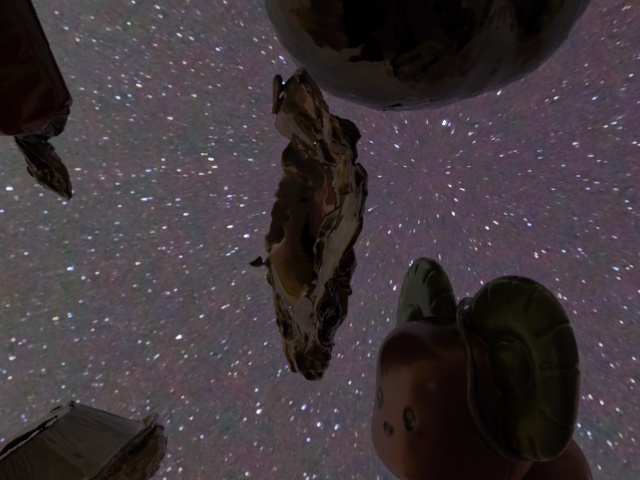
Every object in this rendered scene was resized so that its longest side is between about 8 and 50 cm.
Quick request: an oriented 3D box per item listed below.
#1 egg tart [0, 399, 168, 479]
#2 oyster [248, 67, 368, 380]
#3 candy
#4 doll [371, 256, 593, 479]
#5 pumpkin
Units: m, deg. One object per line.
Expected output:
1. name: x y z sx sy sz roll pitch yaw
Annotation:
1. egg tart: -0.248 0.211 0.519 0.234 0.234 0.094 -31 -86 12
2. oyster: 0.002 -0.002 0.634 0.107 0.201 0.354 -9 -44 -23
3. candy: -0.213 -0.145 0.366 0.086 0.059 0.292 28 -40 41
4. doll: 0.162 0.155 0.605 0.217 0.284 0.268 -2 -83 -21
5. pumpkin: 0.129 -0.376 0.730 0.454 0.454 0.344 -56 -137 11
